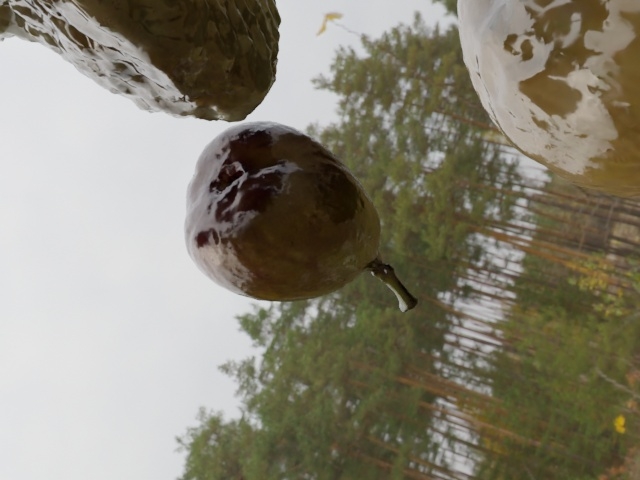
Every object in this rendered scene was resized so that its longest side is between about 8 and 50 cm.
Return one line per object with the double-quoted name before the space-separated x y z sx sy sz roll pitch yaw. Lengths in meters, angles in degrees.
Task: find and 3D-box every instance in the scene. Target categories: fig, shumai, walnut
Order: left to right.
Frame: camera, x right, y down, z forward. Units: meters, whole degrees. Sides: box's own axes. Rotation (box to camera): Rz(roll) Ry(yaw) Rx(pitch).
"shumai" -0.198 -0.191 0.511 0.314 0.262 0.267 56 -149 -17
"fig" 0.001 0.000 0.680 0.274 0.145 0.170 29 -138 -30
"walnut" 0.318 -0.212 0.682 0.383 0.383 0.383 16 -90 -72
